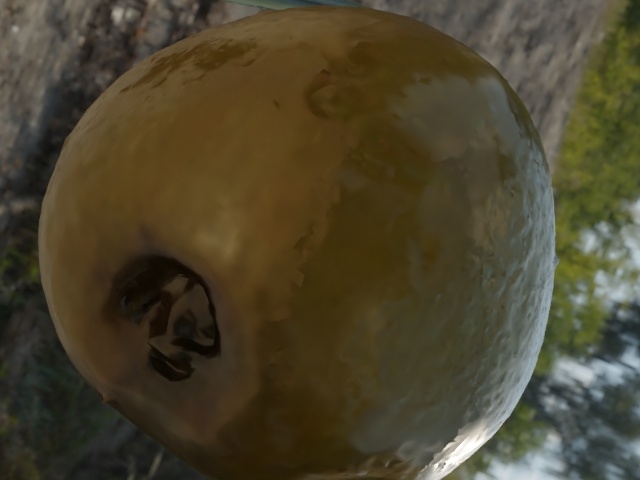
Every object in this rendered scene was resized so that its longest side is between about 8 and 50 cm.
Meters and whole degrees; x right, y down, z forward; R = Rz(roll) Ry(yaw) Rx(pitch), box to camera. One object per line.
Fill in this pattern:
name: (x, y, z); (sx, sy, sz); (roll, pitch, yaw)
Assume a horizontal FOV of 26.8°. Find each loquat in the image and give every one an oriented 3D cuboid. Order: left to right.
loquat: (0.000, 0.000, 0.717); (0.275, 0.274, 0.275); (23, 90, -86)

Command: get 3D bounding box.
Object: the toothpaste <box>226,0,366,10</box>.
toothpaste: (-0.053, -0.226, 1.200); (0.067, 0.255, 0.037); (23, -77, 56)
